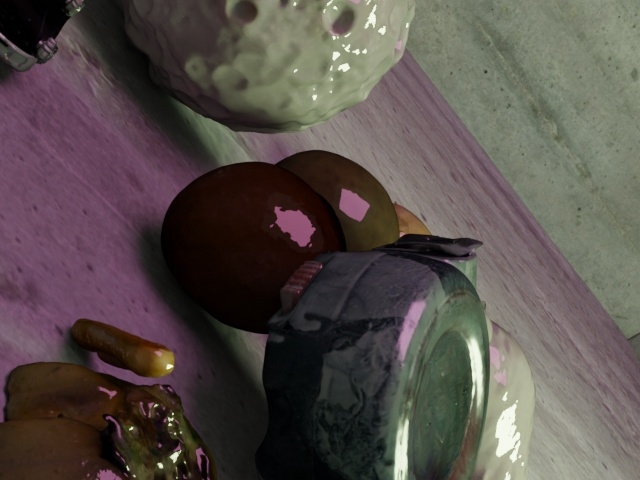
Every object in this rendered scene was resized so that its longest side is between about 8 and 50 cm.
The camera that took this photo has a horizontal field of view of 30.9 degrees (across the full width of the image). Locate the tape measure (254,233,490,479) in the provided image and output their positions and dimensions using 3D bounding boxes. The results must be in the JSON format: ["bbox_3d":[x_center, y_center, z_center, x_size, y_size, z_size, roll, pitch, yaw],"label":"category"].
[{"bbox_3d":[0.050,0.134,1.001,0.275,0.147,0.256,-25,117,-59],"label":"tape measure"}]

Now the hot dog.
[{"bbox_3d":[-0.137,0.077,0.814,0.044,0.028,0.137,17,-5,-33],"label":"hot dog"}]

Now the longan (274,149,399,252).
[{"bbox_3d":[0.000,0.000,1.244,0.185,0.159,0.204,54,34,-16],"label":"longan"}]

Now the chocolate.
[{"bbox_3d":[-0.069,0.008,1.068,0.177,0.176,0.177,50,18,-22],"label":"chocolate"}]

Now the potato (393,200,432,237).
[{"bbox_3d":[0.107,0.027,1.548,0.235,0.128,0.161,35,34,-67],"label":"potato"}]

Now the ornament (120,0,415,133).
[{"bbox_3d":[-0.058,-0.276,1.301,0.337,0.337,0.337,50,18,-22],"label":"ornament"}]

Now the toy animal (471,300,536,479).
[{"bbox_3d":[0.158,0.243,1.205,0.258,0.193,0.357,75,-4,-71],"label":"toy animal"}]

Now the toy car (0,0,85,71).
[{"bbox_3d":[-0.272,-0.212,1.036,0.095,0.056,0.205,50,21,-23],"label":"toy car"}]

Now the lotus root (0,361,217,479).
[{"bbox_3d":[-0.125,0.152,0.750,0.203,0.078,0.183,36,25,-47],"label":"lotus root"}]
